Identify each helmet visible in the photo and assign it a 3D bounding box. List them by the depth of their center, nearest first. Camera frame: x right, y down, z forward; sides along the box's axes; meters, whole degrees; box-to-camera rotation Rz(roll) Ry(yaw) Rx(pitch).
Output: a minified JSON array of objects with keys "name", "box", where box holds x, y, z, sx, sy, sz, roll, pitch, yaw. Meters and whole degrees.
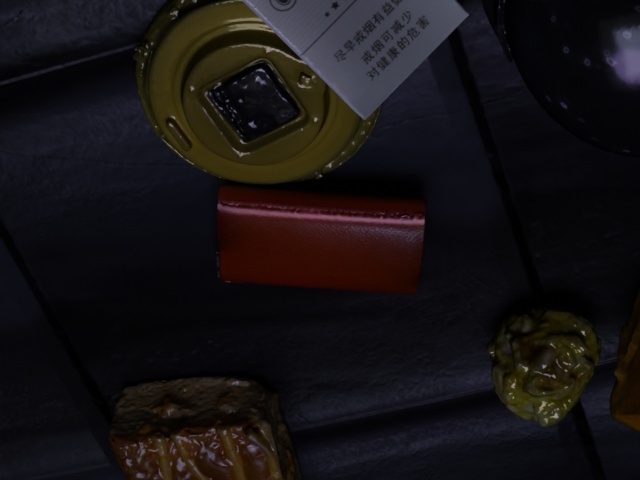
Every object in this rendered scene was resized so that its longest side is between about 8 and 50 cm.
[{"name":"helmet","box":[0.267,-0.176,1.328,0.279,0.160,0.230,31,125,-20]}]

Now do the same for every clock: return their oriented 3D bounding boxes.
[{"name":"clock","box":[-0.058,-0.135,1.447,0.237,0.057,0.237,3,128,3]}]

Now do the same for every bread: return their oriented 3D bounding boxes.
[{"name":"bread","box":[-0.110,0.281,1.738,0.185,0.114,0.274,-7,129,10]}]

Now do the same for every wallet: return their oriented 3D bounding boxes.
[{"name":"wallet","box":[0.000,0.000,1.546,0.204,0.045,0.142,4,144,2]}]

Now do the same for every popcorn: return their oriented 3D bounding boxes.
[{"name":"popcorn","box":[0.223,0.120,1.588,0.106,0.116,0.120,36,124,0]}]

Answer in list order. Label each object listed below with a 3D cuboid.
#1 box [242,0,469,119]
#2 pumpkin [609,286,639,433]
[{"name":"box","box":[0.002,-0.231,1.350,0.139,0.035,0.245,-46,115,6]},{"name":"pumpkin","box":[0.429,0.087,1.463,0.225,0.256,0.303,22,103,-7]}]
